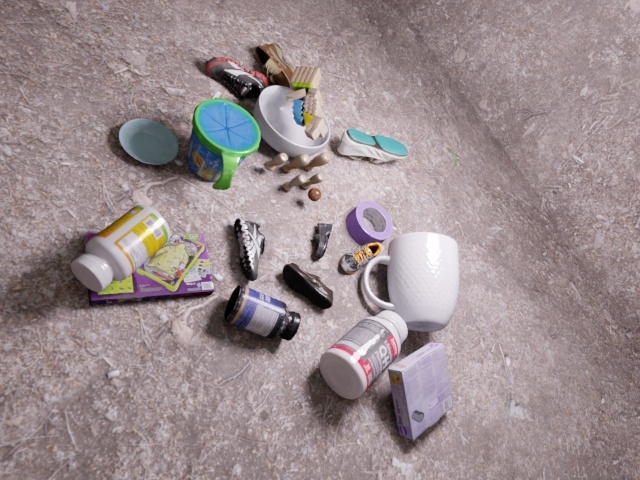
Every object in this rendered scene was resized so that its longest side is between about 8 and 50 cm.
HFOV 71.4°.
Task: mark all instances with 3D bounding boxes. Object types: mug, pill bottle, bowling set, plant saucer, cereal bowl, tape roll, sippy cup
[{"bbox_3d":[0.347,0.167,1.722,0.373,0.276,0.328,7,65,-2],"label":"mug"},{"bbox_3d":[-0.538,0.022,1.207,0.136,0.136,0.246,41,46,-5],"label":"pill bottle"},{"bbox_3d":[-0.085,-0.241,1.777,0.287,0.154,0.200,-6,84,-39],"label":"bowling set"},{"bbox_3d":[-0.591,-0.331,1.531,0.194,0.037,0.195,18,53,-25],"label":"plant saucer"},{"bbox_3d":[-0.133,-0.476,1.868,0.338,0.141,0.339,18,51,-24],"label":"cereal bowl"},{"bbox_3d":[-0.178,0.232,1.390,0.219,0.123,0.123,26,50,-19],"label":"pill bottle"},{"bbox_3d":[0.207,-0.068,1.883,0.189,0.080,0.189,17,54,-25],"label":"tape roll"},{"bbox_3d":[-0.359,-0.331,1.563,0.240,0.224,0.306,35,47,-10],"label":"sippy cup"},{"bbox_3d":[0.158,0.367,1.497,0.318,0.176,0.176,-31,81,-43],"label":"pill bottle"}]

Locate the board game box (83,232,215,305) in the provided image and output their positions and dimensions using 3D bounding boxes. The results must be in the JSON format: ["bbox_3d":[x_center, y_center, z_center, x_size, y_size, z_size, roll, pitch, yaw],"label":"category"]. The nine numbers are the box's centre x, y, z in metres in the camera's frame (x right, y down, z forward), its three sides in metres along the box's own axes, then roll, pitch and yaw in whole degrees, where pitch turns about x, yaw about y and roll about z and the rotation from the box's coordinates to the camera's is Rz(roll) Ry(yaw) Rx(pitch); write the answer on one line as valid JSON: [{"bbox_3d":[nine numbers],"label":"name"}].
[{"bbox_3d":[-0.501,0.075,1.323,0.346,0.056,0.208,0,66,-35],"label":"board game box"}]

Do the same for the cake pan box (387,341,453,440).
[{"bbox_3d":[0.358,0.512,1.550,0.266,0.070,0.246,-18,101,-40],"label":"cake pan box"}]

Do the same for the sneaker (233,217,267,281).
[{"bbox_3d":[-0.225,0.028,1.522,0.106,0.078,0.234,1,59,-31],"label":"sneaker"}]

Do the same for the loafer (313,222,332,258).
[{"bbox_3d":[0.000,0.000,1.718,0.061,0.062,0.170,15,47,1],"label":"loafer"}]

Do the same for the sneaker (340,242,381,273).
[{"bbox_3d":[0.161,0.060,1.766,0.215,0.083,0.084,-30,82,-41],"label":"sneaker"}]

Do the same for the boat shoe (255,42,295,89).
[{"bbox_3d":[-0.210,-0.775,2.043,0.119,0.123,0.324,-10,60,-33],"label":"boat shoe"}]

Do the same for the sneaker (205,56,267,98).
[{"bbox_3d":[-0.351,-0.677,1.882,0.276,0.097,0.135,15,52,-28],"label":"sneaker"}]

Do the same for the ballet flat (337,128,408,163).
[{"bbox_3d":[0.239,-0.432,2.113,0.400,0.139,0.139,4,59,-38],"label":"ballet flat"}]

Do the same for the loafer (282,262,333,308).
[{"bbox_3d":[-0.042,0.153,1.577,0.220,0.080,0.078,43,37,-11],"label":"loafer"}]

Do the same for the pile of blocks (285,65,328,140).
[{"bbox_3d":[-0.052,-0.543,1.822,0.113,0.148,0.362,55,28,-62],"label":"pile of blocks"}]
